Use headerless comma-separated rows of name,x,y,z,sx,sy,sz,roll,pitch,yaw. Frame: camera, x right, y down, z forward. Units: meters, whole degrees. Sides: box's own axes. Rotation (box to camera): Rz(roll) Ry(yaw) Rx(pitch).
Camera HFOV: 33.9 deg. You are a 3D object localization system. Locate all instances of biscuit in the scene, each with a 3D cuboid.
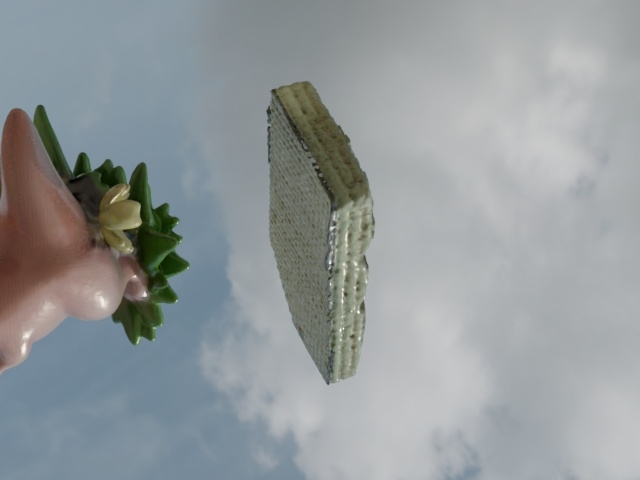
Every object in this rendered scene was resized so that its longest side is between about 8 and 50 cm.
biscuit,0.000,0.000,0.927,0.052,0.252,0.150,-15,-132,-16

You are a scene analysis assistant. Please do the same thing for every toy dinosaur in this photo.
toy dinosaur,-0.191,0.008,0.620,0.152,0.177,0.194,44,-63,20
